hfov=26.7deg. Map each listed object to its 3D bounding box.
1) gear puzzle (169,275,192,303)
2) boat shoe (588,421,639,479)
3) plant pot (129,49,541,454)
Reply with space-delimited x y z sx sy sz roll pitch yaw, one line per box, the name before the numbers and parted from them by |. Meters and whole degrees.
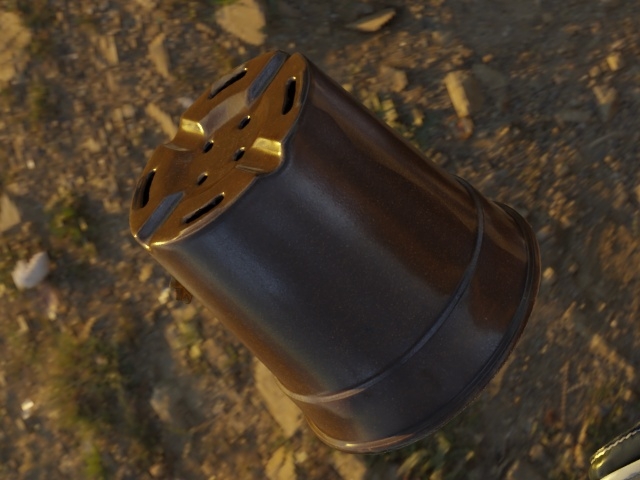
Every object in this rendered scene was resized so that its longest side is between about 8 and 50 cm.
gear puzzle | -0.132 -0.034 1.857 0.044 0.339 0.175 1 121 21
boat shoe | 0.380 0.116 1.245 0.340 0.127 0.113 -32 69 7
plant pot | 0.000 0.000 0.705 0.167 0.167 0.165 -33 123 26
